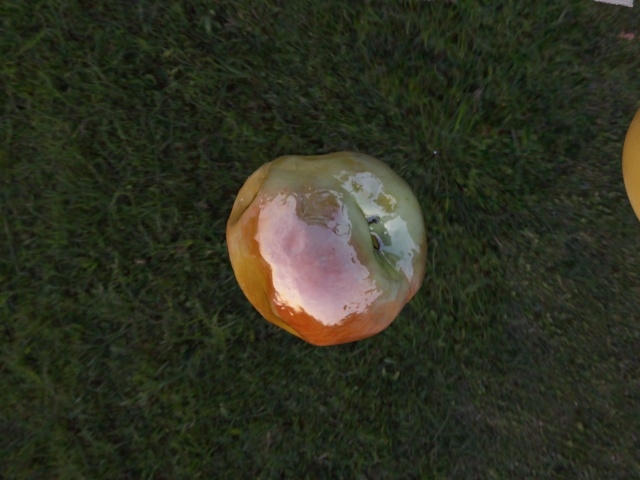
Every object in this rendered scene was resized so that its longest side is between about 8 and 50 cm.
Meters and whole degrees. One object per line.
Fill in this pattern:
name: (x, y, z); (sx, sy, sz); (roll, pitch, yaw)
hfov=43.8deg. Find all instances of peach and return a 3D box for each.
peach: (0.000, 0.000, 0.881); (0.235, 0.214, 0.214); (10, 100, 50)

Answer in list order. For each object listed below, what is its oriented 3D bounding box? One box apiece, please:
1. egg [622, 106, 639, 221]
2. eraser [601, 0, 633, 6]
egg: (0.416, -0.055, 0.648); (0.322, 0.250, 0.250); (13, 98, 15)
eraser: (0.539, -0.547, 1.643); (0.227, 0.174, 0.081); (14, 99, 18)
